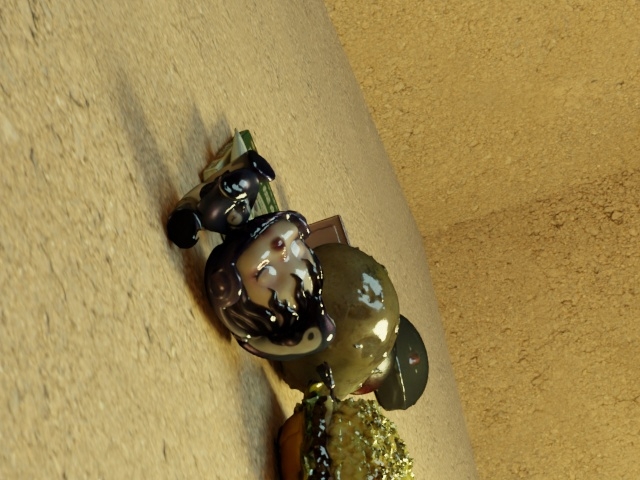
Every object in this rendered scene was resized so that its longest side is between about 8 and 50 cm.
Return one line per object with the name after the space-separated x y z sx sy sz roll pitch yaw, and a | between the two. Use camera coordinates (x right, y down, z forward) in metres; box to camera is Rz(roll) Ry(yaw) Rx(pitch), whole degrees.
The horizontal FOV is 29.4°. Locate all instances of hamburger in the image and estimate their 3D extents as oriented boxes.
0.038 0.278 1.390 0.243 0.138 0.262 -90 161 -63 | hamburger

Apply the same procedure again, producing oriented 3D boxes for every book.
-0.086 -0.024 1.558 0.264 0.027 0.202 -71 142 -75 | book

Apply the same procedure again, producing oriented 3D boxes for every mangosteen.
0.042 0.158 1.757 0.140 0.140 0.140 -17 90 -81 | mangosteen

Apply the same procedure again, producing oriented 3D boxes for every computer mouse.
0.149 0.221 2.292 0.269 0.100 0.170 -18 88 -81 | computer mouse

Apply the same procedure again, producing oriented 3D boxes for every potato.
0.022 0.097 1.489 0.262 0.164 0.165 97 -15 -55 | potato

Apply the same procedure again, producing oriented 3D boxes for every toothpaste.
-0.093 -0.067 1.431 0.218 0.033 0.052 -94 165 -61 | toothpaste

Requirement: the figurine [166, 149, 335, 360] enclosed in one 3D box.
-0.073 0.034 1.283 0.222 0.145 0.145 59 12 -14 | figurine

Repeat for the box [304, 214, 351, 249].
0.000 0.000 1.873 0.063 0.084 0.060 -77 148 -88 | box
